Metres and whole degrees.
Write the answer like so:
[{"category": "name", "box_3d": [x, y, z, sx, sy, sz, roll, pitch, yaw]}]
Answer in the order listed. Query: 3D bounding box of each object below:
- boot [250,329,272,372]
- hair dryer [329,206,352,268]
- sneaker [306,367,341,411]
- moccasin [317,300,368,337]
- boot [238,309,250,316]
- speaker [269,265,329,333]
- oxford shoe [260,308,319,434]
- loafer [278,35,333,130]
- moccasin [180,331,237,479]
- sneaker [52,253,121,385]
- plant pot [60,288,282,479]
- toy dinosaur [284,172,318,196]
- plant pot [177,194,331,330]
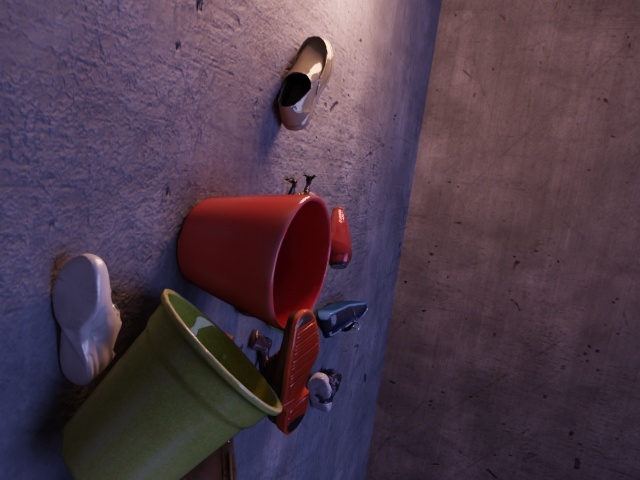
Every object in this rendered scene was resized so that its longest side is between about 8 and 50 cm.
[{"category": "boot", "box_3d": [-0.174, 0.316, 1.234, 0.114, 0.037, 0.106, 62, 31, -63]}, {"category": "hair dryer", "box_3d": [0.000, 0.000, 1.262, 0.224, 0.080, 0.293, 53, 51, -12]}, {"category": "sneaker", "box_3d": [0.019, 0.574, 1.772, 0.269, 0.101, 0.153, 88, 24, -44]}, {"category": "moccasin", "box_3d": [0.082, 0.317, 1.777, 0.342, 0.137, 0.117, -4, 91, -55]}, {"category": "boot", "box_3d": [-0.099, 0.171, 1.135, 0.219, 0.106, 0.082, 9, 73, -41]}, {"category": "speaker", "box_3d": [-0.056, 0.135, 1.322, 0.131, 0.131, 0.297, 66, 40, -56]}, {"category": "oxford shoe", "box_3d": [-0.072, 0.241, 0.827, 0.097, 0.098, 0.271, -19, 126, -53]}, {"category": "loafer", "box_3d": [-0.038, -0.420, 1.127, 0.092, 0.101, 0.269, 44, 60, -72]}, {"category": "moccasin", "box_3d": [-0.202, 0.343, 0.884, 0.380, 0.146, 0.139, -105, -151, -60]}, {"category": "sneaker", "box_3d": [-0.345, 0.110, 0.669, 0.094, 0.080, 0.212, -38, 145, -66]}, {"category": "plant pot", "box_3d": [-0.245, 0.264, 0.695, 0.254, 0.276, 0.276, -45, 150, -11]}, {"category": "toy dinosaur", "box_3d": [-0.061, -0.133, 1.274, 0.268, 0.064, 0.118, -47, 149, -57]}, {"category": "plant pot", "box_3d": [-0.138, 0.024, 0.899, 0.275, 0.243, 0.275, 12, 90, -69]}]
